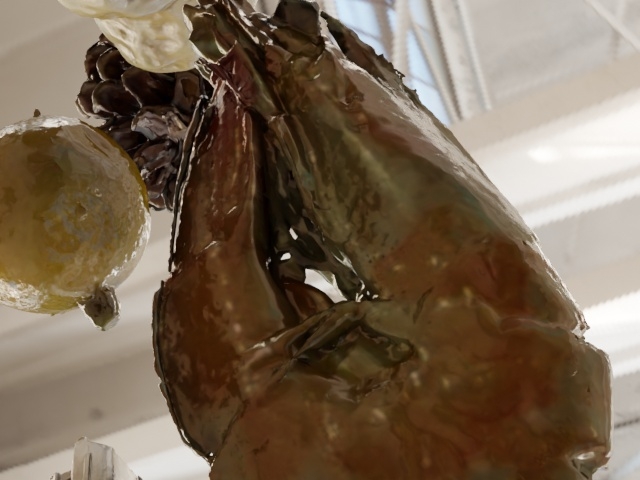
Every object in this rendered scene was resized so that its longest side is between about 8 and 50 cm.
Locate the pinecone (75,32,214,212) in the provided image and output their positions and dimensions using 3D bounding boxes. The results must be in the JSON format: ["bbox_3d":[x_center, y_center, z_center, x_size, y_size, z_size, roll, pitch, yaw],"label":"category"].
[{"bbox_3d":[-0.136,-0.126,1.399,0.221,0.221,0.221,-9,-109,27],"label":"pinecone"}]

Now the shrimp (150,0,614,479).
[{"bbox_3d":[0.000,-0.001,0.547,0.154,0.062,0.294,-17,-127,-14],"label":"shrimp"}]

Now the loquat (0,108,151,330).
[{"bbox_3d":[-0.225,-0.013,1.227,0.149,0.172,0.204,-38,-100,45],"label":"loquat"}]

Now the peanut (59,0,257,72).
[{"bbox_3d":[-0.113,-0.198,0.912,0.140,0.325,0.153,15,-105,11],"label":"peanut"}]

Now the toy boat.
[{"bbox_3d":[-0.207,0.260,1.301,0.088,0.068,0.226,-29,-153,7],"label":"toy boat"}]
